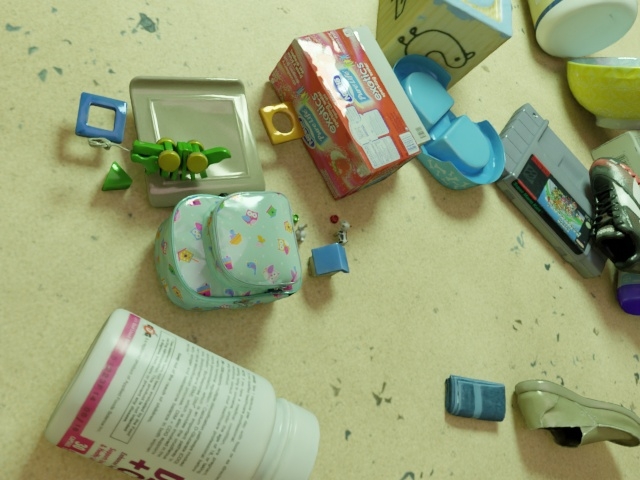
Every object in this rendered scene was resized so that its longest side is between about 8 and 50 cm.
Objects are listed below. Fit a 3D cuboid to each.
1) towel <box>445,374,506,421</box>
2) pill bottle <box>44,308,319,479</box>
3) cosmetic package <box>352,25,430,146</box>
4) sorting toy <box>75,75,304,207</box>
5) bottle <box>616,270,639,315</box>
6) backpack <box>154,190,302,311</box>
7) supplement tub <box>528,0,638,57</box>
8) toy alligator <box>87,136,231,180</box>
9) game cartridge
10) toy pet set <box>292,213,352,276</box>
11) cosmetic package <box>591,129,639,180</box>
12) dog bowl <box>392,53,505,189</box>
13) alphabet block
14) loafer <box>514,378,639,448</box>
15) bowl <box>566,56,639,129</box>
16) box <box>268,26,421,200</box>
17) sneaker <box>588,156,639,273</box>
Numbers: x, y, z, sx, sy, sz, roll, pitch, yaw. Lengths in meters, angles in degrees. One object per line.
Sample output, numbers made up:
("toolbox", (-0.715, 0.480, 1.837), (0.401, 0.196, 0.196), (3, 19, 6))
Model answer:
("towel", (0.267, 0.271, 0.950), (0.119, 0.029, 0.067), (16, 65, -24))
("pill bottle", (-0.153, 0.212, 0.659), (0.283, 0.160, 0.160), (30, 60, -16))
("cosmetic package", (0.097, -0.259, 1.019), (0.060, 0.099, 0.239), (-26, 85, -31))
("sorting toy", (-0.186, -0.149, 0.849), (0.347, 0.047, 0.196), (-7, 82, -28))
("bottle", (0.740, 0.031, 1.253), (0.092, 0.118, 0.283), (52, 49, -43))
("backpack", (-0.125, 0.013, 0.765), (0.188, 0.144, 0.166), (-6, 80, -28))
("supplement tub", (0.635, -0.649, 1.389), (0.228, 0.228, 0.316), (7, 68, -27))
("toy alligator", (-0.220, -0.110, 0.770), (0.189, 0.051, 0.056), (0, 32, -21))
("game cartridge", (0.521, -0.112, 1.224), (0.355, 0.068, 0.230), (45, 52, -7))
("toy pet set", (0.000, 0.000, 0.883), (0.122, 0.065, 0.114), (-2, 72, -29))
("cosmetic package", (0.844, -0.196, 1.402), (0.309, 0.113, 0.160), (-11, 77, -33))
("dog bowl", (0.234, -0.224, 1.096), (0.297, 0.074, 0.166), (48, 56, -6))
("alphabet block", (0.243, -0.454, 1.115), (0.192, 0.197, 0.194), (18, 63, -21))
("loafer", (0.465, 0.331, 1.002), (0.268, 0.102, 0.092), (21, 63, -11))
("bowl", (0.748, -0.357, 1.357), (0.289, 0.289, 0.156), (-16, 116, -33))
("box", (0.038, -0.217, 0.952), (0.128, 0.122, 0.257), (-26, 85, -34))
("sneaker", (0.623, -0.052, 1.165), (0.135, 0.097, 0.276), (-7, 72, -25))
